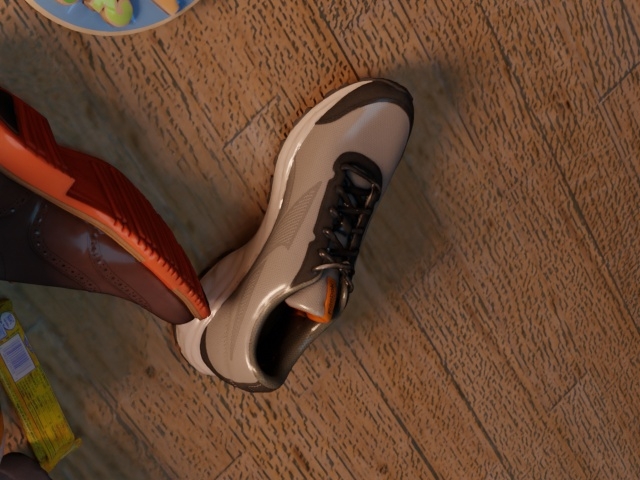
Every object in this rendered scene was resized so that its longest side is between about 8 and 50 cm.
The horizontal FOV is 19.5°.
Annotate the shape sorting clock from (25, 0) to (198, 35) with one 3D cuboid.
[{"bbox_3d":[-0.130,-0.238,1.254,0.206,0.040,0.206,-18,122,-32],"label":"shape sorting clock"}]

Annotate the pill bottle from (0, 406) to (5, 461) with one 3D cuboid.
[{"bbox_3d":[-0.298,0.036,1.174,0.162,0.162,0.278,-24,125,-28],"label":"pill bottle"}]

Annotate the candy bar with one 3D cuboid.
[{"bbox_3d":[-0.217,0.110,1.377,0.040,0.018,0.161,-38,130,-23],"label":"candy bar"}]

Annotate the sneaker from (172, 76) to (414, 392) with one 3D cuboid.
[{"bbox_3d":[0.000,0.000,1.438,0.100,0.108,0.271,31,89,-42],"label":"sneaker"}]

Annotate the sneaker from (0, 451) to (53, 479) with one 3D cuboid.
[{"bbox_3d":[-0.251,0.317,1.370,0.131,0.112,0.319,-10,108,-42],"label":"sneaker"}]

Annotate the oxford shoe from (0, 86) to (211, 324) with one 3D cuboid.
[{"bbox_3d":[-0.182,-0.007,1.312,0.098,0.097,0.271,-40,130,10],"label":"oxford shoe"}]
